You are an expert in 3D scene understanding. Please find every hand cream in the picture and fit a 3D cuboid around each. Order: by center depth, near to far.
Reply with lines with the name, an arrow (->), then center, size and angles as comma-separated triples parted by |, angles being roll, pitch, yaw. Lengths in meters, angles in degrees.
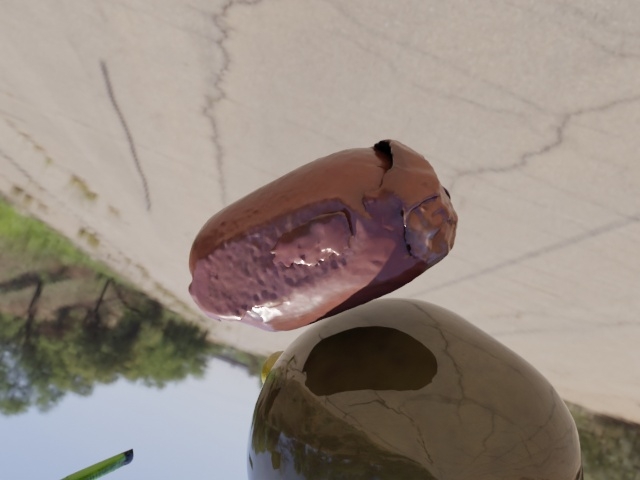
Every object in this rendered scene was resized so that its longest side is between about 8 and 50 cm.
hand cream -> -0.340, 0.351, 1.439 | 0.122, 0.036, 0.023 | -19, -129, -32

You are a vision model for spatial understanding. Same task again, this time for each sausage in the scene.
sausage -> 0.000, 0.000, 0.924 | 0.279, 0.152, 0.152 | -24, 150, 23

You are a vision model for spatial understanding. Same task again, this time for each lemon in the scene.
lemon -> -0.060, 0.214, 1.496 | 0.065, 0.092, 0.065 | 0, 142, 0

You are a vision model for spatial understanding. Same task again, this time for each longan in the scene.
longan -> 0.097, 0.231, 1.012 | 0.361, 0.361, 0.361 | 21, 172, 3
